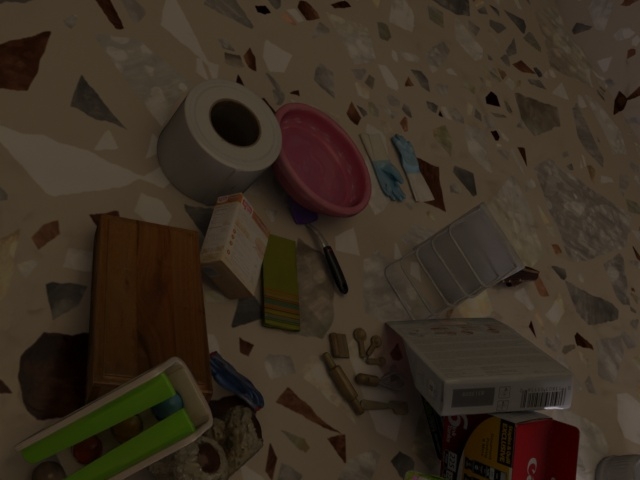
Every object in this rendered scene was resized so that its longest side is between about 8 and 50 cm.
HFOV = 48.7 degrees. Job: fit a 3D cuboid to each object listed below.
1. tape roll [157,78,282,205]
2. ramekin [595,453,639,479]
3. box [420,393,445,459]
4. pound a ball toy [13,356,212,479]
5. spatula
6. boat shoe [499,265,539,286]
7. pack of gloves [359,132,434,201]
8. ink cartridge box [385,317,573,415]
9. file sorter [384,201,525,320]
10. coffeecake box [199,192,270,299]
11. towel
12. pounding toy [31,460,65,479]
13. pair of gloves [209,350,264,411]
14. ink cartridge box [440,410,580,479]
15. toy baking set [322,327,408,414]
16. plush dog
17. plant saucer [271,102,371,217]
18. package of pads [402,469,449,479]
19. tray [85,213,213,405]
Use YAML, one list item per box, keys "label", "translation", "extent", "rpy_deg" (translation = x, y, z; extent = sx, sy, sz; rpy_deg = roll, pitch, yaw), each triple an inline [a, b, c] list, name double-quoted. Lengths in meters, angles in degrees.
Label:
- label: "tape roll"
  translation: [-0.233, -0.227, 1.639]
  extent: [0.246, 0.169, 0.246]
  rpy_deg: [18, 54, -27]
- label: "ramekin"
  translation: [0.876, 0.695, 1.967]
  extent: [0.207, 0.109, 0.207]
  rpy_deg: [18, 55, -27]
- label: "box"
  translation: [0.361, 0.384, 1.750]
  extent: [0.216, 0.060, 0.270]
  rpy_deg: [-7, 68, -17]
- label: "pound a ball toy"
  translation: [-0.320, 0.350, 1.122]
  extent: [0.208, 0.319, 0.136]
  rpy_deg: [60, 9, 2]
- label: "spatula"
  translation: [0.000, 0.000, 1.770]
  extent: [0.084, 0.030, 0.297]
  rpy_deg: [-13, 71, -43]
- label: "boat shoe"
  translation: [0.568, 0.102, 2.117]
  extent: [0.206, 0.073, 0.073]
  rpy_deg: [10, 97, -28]
- label: "pack of gloves"
  translation: [0.236, -0.221, 2.069]
  extent: [0.195, 0.046, 0.232]
  rpy_deg: [-8, 70, -38]
- label: "ink cartridge box"
  translation: [0.350, 0.282, 1.657]
  extent: [0.307, 0.385, 0.091]
  rpy_deg: [-1, 102, -14]
- label: "file sorter"
  translation: [0.332, 0.069, 1.814]
  extent: [0.173, 0.277, 0.193]
  rpy_deg: [-26, 82, -41]
- label: "coffeecake box"
  translation: [-0.187, 0.012, 1.561]
  extent: [0.142, 0.068, 0.186]
  rpy_deg: [55, 36, -44]
- label: "towel"
  translation: [-0.096, 0.097, 1.657]
  extent: [0.102, 0.021, 0.237]
  rpy_deg: [18, 54, -35]
- label: "pounding toy"
  translation: [-0.487, 0.452, 1.095]
  extent: [0.236, 0.110, 0.183]
  rpy_deg: [-13, 73, -40]
- label: "pair of gloves"
  translation: [-0.174, 0.280, 1.404]
  extent: [0.159, 0.198, 0.023]
  rpy_deg: [43, 87, 4]
- label: "ink cartridge box"
  translation: [0.396, 0.519, 1.525]
  extent: [0.130, 0.271, 0.310]
  rpy_deg: [3, 92, -36]
- label: "toy baking set"
  translation: [0.114, 0.317, 1.674]
  extent: [0.196, 0.030, 0.256]
  rpy_deg: [-22, 79, -42]
- label: "plush dog"
  translation: [-0.265, 0.367, 1.294]
  extent: [0.225, 0.211, 0.262]
  rpy_deg: [46, 17, 13]
- label: "plant saucer"
  translation: [-0.012, -0.195, 1.812]
  extent: [0.332, 0.084, 0.332]
  rpy_deg: [29, 42, -30]
- label: "package of pads"
  translation: [0.178, 0.632, 1.398]
  extent: [0.101, 0.229, 0.297]
  rpy_deg: [13, 51, 8]
- label: "tray"
  translation: [-0.323, 0.125, 1.332]
  extent: [0.202, 0.076, 0.411]
  rpy_deg: [11, 41, -24]
